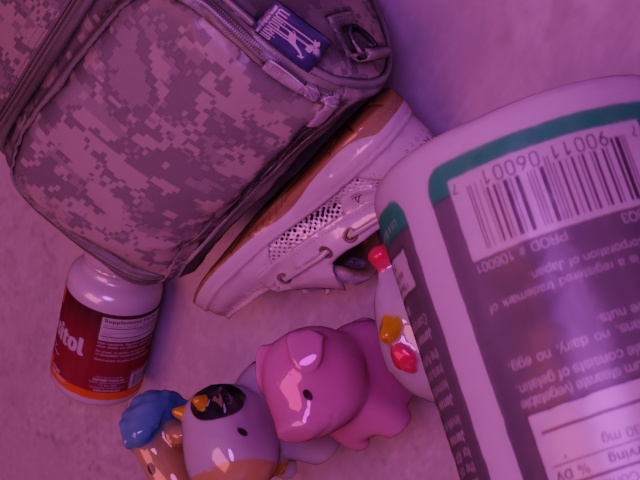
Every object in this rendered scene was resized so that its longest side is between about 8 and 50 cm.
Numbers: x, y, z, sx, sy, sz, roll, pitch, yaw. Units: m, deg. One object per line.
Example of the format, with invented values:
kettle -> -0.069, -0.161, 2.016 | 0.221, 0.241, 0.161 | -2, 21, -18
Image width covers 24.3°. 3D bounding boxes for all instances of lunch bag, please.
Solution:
lunch bag -> -0.106, -0.137, 1.092 | 0.256, 0.212, 0.305 | 55, 132, 9

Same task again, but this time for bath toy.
bath toy -> -0.005, 0.104, 1.098 | 0.129, 0.151, 0.348 | 47, 133, -13

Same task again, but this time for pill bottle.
pill bottle -> 0.175, 0.106, 0.858 | 0.204, 0.204, 0.361 | -31, 70, 45
pill bottle -> -0.187, 0.064, 1.316 | 0.086, 0.086, 0.152 | 35, 124, 31

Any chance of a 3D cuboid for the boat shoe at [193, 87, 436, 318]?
boat shoe -> 0.000, 0.000, 1.111 | 0.096, 0.098, 0.277 | 41, 137, -7
